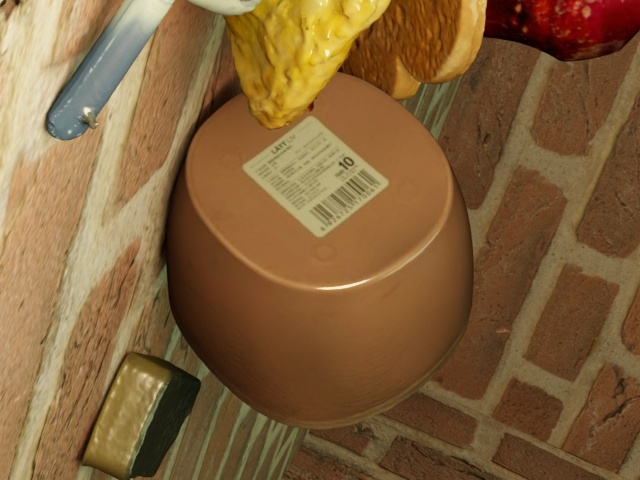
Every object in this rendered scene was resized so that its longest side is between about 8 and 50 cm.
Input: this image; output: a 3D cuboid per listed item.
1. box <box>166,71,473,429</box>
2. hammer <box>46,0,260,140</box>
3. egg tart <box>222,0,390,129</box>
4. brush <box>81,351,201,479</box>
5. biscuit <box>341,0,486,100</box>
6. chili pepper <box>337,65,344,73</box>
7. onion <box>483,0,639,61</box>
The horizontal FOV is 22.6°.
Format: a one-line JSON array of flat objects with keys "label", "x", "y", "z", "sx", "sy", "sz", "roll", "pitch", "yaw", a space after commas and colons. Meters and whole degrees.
[{"label": "box", "x": 0.000, "y": 0.000, "z": 1.491, "sx": 0.216, "sy": 0.301, "sz": 0.301, "roll": 92, "pitch": 22, "yaw": -59}, {"label": "hammer", "x": -0.118, "y": -0.142, "z": 1.048, "sx": 0.116, "sy": 0.069, "sz": 0.194, "roll": 21, "pitch": 110, "yaw": -48}, {"label": "egg tart", "x": 0.010, "y": -0.256, "z": 1.185, "sx": 0.339, "sy": 0.153, "sz": 0.351, "roll": -81, "pitch": -166, "yaw": -70}, {"label": "brush", "x": -0.183, "y": 0.184, "z": 1.655, "sx": 0.123, "sy": 0.059, "sz": 0.197, "roll": -64, "pitch": 172, "yaw": -3}, {"label": "biscuit", "x": 0.077, "y": -0.225, "z": 1.440, "sx": 0.289, "sy": 0.044, "sz": 0.202, "roll": 135, "pitch": -60, "yaw": -66}, {"label": "chili pepper", "x": 0.073, "y": -0.316, "z": 1.770, "sx": 0.110, "sy": 0.110, "sz": 0.387, "roll": 79, "pitch": 30, "yaw": -77}, {"label": "onion", "x": 0.218, "y": -0.400, "z": 1.536, "sx": 0.420, "sy": 0.398, "sz": 0.398, "roll": 81, "pitch": 29, "yaw": -43}]
